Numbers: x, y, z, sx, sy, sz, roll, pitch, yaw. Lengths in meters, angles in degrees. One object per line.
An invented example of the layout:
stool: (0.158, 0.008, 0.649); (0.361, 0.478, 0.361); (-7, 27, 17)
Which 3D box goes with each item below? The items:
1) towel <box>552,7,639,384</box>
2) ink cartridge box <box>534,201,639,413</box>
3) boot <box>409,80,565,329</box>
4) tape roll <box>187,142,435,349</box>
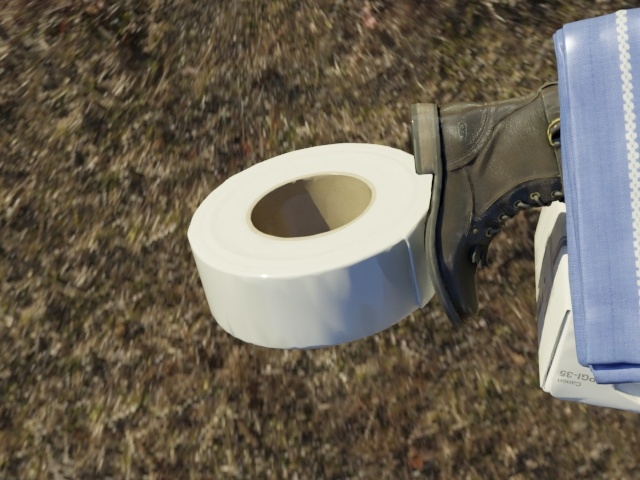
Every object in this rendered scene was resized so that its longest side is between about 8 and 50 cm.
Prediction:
towel: (0.317, -0.042, 0.790); (0.336, 0.040, 0.243); (-6, 81, 18)
ink cartridge box: (0.346, 0.049, 1.383); (0.207, 0.283, 0.117); (10, 125, 1)
boot: (0.214, -0.045, 1.290); (0.229, 0.091, 0.263); (-7, 105, 5)
tape roll: (0.000, 0.000, 1.447); (0.286, 0.286, 0.100); (-13, 120, 0)
